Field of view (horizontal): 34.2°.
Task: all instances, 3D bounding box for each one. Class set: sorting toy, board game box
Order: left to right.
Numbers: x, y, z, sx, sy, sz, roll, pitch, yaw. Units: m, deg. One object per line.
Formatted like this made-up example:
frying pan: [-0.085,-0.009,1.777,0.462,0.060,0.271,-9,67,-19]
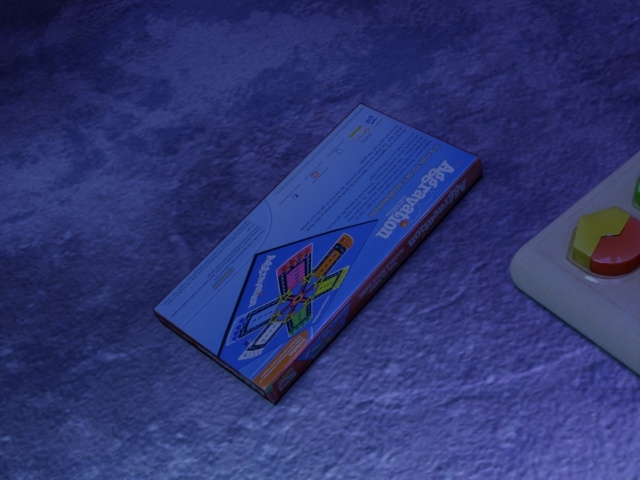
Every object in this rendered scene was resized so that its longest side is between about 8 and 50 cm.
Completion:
board game box: [0.000,0.000,0.910,0.145,0.027,0.281,30,66,35]
sorting toy: [0.283,0.005,0.808,0.208,0.038,0.193,-40,52,-14]
